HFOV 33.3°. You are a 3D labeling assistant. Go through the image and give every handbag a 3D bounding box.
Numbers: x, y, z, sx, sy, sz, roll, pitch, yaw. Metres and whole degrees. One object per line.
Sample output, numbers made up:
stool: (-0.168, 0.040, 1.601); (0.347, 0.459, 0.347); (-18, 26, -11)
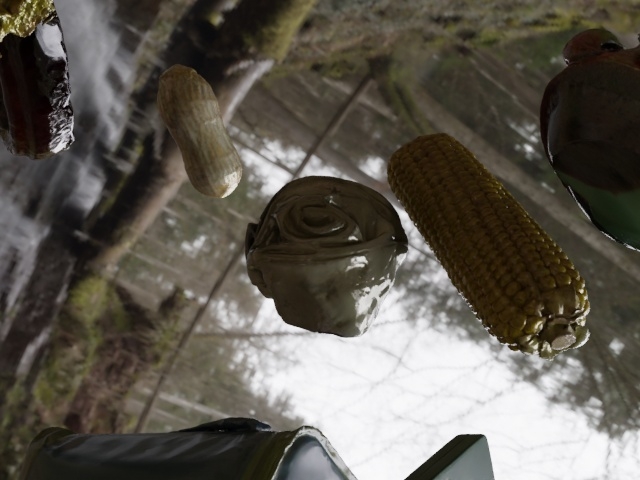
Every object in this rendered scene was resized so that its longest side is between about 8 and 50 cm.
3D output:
handbag: (-0.090, 0.258, 0.796); (0.240, 0.263, 0.222); (-5, -136, 26)

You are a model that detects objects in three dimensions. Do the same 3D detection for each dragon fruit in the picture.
dragon fruit: (0.351, -0.089, 1.134); (0.130, 0.295, 0.268); (-46, 178, -31)

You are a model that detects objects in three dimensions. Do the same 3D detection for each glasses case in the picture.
glasses case: (0.150, 0.287, 1.243); (0.039, 0.184, 0.078); (-8, -85, 31)

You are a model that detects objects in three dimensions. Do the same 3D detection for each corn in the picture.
corn: (0.210, -0.006, 1.407); (0.144, 0.144, 0.387); (-47, -127, 18)

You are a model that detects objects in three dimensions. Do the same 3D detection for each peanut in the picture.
peanut: (-0.178, -0.159, 1.575); (0.087, 0.207, 0.087); (-20, -164, 6)

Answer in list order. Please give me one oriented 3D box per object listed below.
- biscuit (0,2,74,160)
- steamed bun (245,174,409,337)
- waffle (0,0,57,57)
biscuit: (-0.379, -0.285, 1.212); (0.407, 0.091, 0.408); (53, -27, 42)
steamed bun: (-0.002, -0.001, 1.380); (0.211, 0.144, 0.218); (21, -121, 25)
waffle: (-0.308, -0.160, 0.877); (0.191, 0.046, 0.161); (-14, -123, 13)
